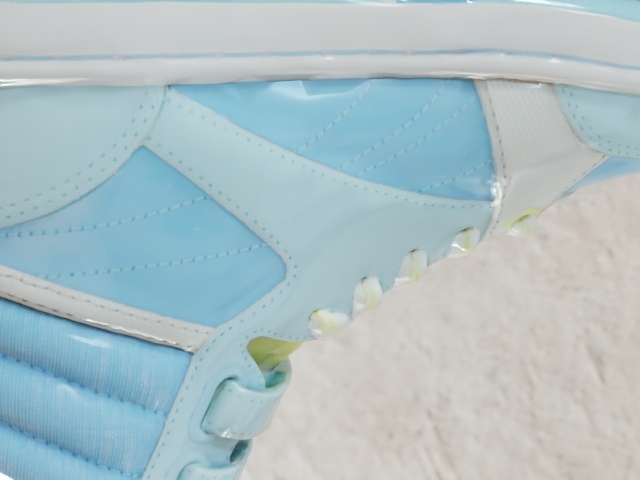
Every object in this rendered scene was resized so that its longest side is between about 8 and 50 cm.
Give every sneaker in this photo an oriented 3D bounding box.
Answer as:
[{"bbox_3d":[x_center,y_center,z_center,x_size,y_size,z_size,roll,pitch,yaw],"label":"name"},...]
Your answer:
[{"bbox_3d":[0.000,0.000,0.595,0.127,0.319,0.208,-131,47,-63],"label":"sneaker"}]
